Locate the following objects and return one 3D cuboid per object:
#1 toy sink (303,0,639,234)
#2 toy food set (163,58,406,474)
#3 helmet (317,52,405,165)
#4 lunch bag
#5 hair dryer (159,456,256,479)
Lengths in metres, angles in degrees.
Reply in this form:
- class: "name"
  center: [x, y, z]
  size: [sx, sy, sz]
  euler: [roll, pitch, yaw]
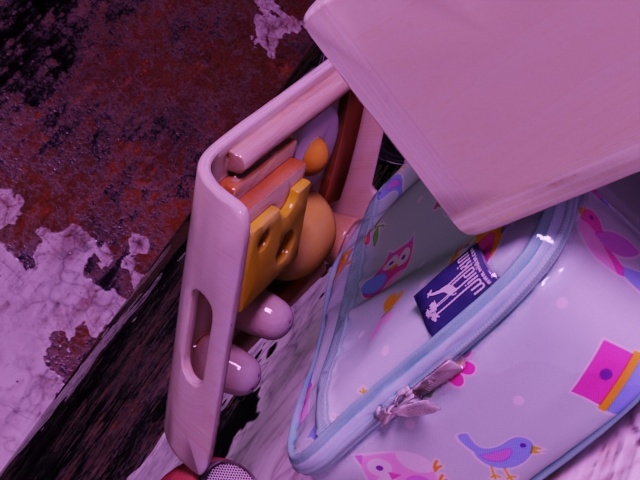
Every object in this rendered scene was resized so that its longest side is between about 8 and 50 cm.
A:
- class: "toy sink"
  center: [0.133, -0.127, 0.404]
  size: [0.234, 0.131, 0.153]
  euler: [-24, 23, 40]
- class: "toy food set"
  center: [0.000, 0.000, 0.754]
  size: [0.306, 0.092, 0.219]
  euler: [-45, -26, -50]
- class: "helmet"
  center: [0.074, -0.164, 1.068]
  size: [0.169, 0.169, 0.161]
  euler: [-48, 29, 9]
- class: "lunch bag"
  center: [0.084, 0.024, 0.581]
  size: [0.224, 0.108, 0.279]
  euler: [-43, 14, 30]
- class: "hair dryer"
  center: [-0.115, 0.248, 0.702]
  size: [0.223, 0.080, 0.293]
  euler: [-53, 12, -11]
